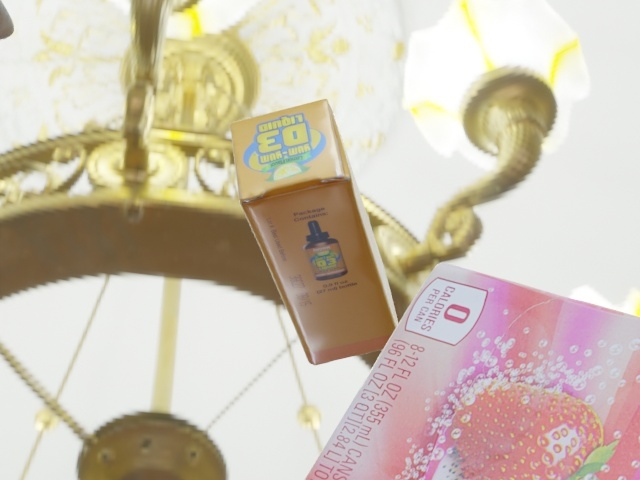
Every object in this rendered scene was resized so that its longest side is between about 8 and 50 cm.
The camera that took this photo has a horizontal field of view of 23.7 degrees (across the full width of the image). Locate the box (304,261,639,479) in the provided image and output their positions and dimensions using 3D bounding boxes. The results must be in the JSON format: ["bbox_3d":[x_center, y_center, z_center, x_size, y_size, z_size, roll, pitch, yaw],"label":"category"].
[{"bbox_3d":[0.043,0.176,0.394,0.142,0.154,0.300,46,-110,-40],"label":"box"}]

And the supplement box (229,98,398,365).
[{"bbox_3d":[0.000,0.000,1.107,0.078,0.080,0.233,-13,-33,4],"label":"supplement box"}]

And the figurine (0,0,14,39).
[{"bbox_3d":[-0.239,-0.074,0.662,0.209,0.092,0.215,8,-81,-22],"label":"figurine"}]
